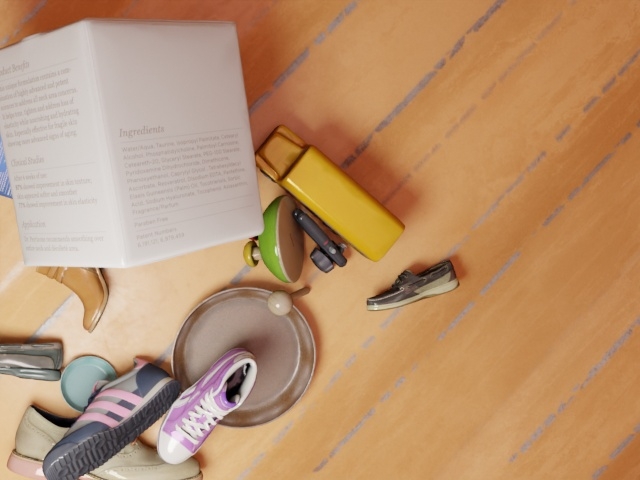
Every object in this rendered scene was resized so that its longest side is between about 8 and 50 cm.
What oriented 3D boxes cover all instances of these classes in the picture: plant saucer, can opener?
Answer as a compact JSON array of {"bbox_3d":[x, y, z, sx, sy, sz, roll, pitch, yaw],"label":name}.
[{"bbox_3d":[-0.483,0.302,1.658,0.119,0.021,0.119,11,66,-25],"label":"plant saucer"},{"bbox_3d":[-0.165,0.251,1.722,0.310,0.050,0.311,-1,97,-10],"label":"plant saucer"},{"bbox_3d":[0.000,0.000,1.689,0.073,0.059,0.186,-49,133,-16],"label":"can opener"}]

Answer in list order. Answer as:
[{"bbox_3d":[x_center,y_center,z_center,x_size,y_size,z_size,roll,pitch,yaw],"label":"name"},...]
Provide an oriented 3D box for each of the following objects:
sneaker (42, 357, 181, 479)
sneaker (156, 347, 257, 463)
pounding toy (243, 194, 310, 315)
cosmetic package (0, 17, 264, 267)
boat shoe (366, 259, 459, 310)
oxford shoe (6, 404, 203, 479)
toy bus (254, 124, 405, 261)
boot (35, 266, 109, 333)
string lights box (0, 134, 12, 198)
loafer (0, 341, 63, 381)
[{"bbox_3d":[-0.438,0.354,1.593,0.319,0.131,0.112,-33,145,-41],"label":"sneaker"},{"bbox_3d":[-0.229,0.337,1.600,0.102,0.161,0.282,37,83,-11],"label":"sneaker"},{"bbox_3d":[-0.107,0.026,1.663,0.110,0.183,0.237,-4,102,15],"label":"pounding toy"},{"bbox_3d":[-0.344,-0.172,1.431,0.327,0.329,0.394,-16,102,-47],"label":"cosmetic package"},{"bbox_3d":[0.199,0.099,1.763,0.223,0.080,0.074,-15,94,-14],"label":"boat shoe"},{"bbox_3d":[-0.432,0.432,1.649,0.396,0.140,0.147,12,86,-15],"label":"oxford shoe"},{"bbox_3d":[0.014,-0.100,1.671,0.332,0.130,0.108,40,88,-13],"label":"toy bus"},{"bbox_3d":[-0.505,0.082,1.625,0.152,0.073,0.197,13,82,-14],"label":"boot"},{"bbox_3d":[-0.591,-0.147,1.574,0.259,0.077,0.133,19,93,-13],"label":"string lights box"},{"bbox_3d":[-0.658,0.229,1.612,0.267,0.096,0.084,12,75,-19],"label":"loafer"}]
